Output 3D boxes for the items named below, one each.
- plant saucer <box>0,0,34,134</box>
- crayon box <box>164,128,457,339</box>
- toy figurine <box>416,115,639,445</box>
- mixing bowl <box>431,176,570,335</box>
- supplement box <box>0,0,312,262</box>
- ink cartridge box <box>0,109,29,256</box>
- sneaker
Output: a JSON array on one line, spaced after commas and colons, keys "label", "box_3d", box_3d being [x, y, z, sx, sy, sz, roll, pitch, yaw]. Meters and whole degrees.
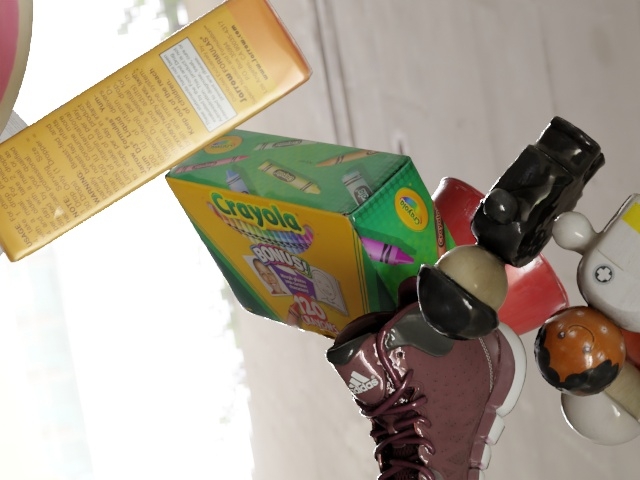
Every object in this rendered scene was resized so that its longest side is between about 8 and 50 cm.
[{"label": "plant saucer", "box_3d": [-0.322, -0.148, 1.223, 0.084, 0.332, 0.332, 18, -52, 25]}, {"label": "crayon box", "box_3d": [0.000, 0.000, 1.423, 0.278, 0.081, 0.165, 13, -41, 52]}, {"label": "toy figurine", "box_3d": [0.183, 0.049, 0.964, 0.213, 0.148, 0.209, 39, -1, -27]}, {"label": "mixing bowl", "box_3d": [0.146, 0.036, 1.614, 0.181, 0.098, 0.181, 47, -10, 11]}, {"label": "supplement box", "box_3d": [-0.123, -0.077, 1.092, 0.080, 0.233, 0.078, 56, -3, -6]}, {"label": "ink cartridge box", "box_3d": [-0.354, -0.052, 1.514, 0.158, 0.092, 0.218, 49, 31, -21]}, {"label": "sneaker", "box_3d": [0.049, 0.153, 1.210, 0.106, 0.162, 0.281, -13, -131, 42]}]
